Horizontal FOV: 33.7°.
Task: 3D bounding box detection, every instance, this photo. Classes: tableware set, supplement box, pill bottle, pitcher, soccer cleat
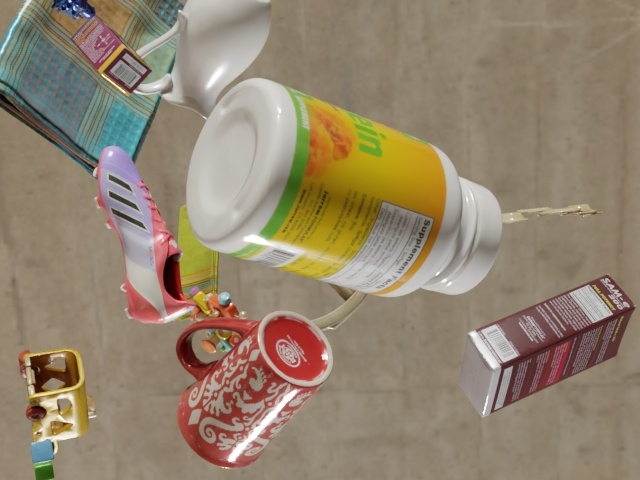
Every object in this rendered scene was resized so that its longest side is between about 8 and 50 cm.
[{"bbox_3d":[0.354,-0.041,1.659,0.141,0.168,0.020,-9,-86,-48],"label":"tableware set"},{"bbox_3d":[0.321,0.149,1.507,0.073,0.239,0.130,58,159,35],"label":"supplement box"},{"bbox_3d":[0.027,-0.031,0.860,0.136,0.245,0.136,-28,54,47],"label":"pill bottle"},{"bbox_3d":[-0.239,-0.212,1.206,0.083,0.043,0.055,46,-175,35],"label":"supplement box"},{"bbox_3d":[-0.176,-0.285,1.526,0.207,0.177,0.125,-58,46,25],"label":"pitcher"},{"bbox_3d":[-0.233,-0.011,1.413,0.083,0.095,0.248,-4,-99,-70],"label":"soccer cleat"}]

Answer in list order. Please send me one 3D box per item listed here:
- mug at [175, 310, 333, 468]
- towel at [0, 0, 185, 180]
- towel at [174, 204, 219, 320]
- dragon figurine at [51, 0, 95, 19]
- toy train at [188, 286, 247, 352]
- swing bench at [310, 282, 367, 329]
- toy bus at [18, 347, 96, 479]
[{"bbox_3d":[-0.082,0.149,1.128,0.169,0.150,0.113,-47,17,41],"label":"mug"},{"bbox_3d":[-0.342,-0.296,1.623,0.271,0.040,0.370,40,-127,-36],"label":"towel"},{"bbox_3d":[-0.232,0.030,1.957,0.021,0.102,0.237,31,-130,-48],"label":"towel"},{"bbox_3d":[-0.355,-0.293,1.036,0.289,0.144,0.085,25,-123,-45],"label":"dragon figurine"},{"bbox_3d":[-0.154,0.135,1.609,0.046,0.125,0.166,-44,-39,-24],"label":"toy train"},{"bbox_3d":[0.000,0.000,1.585,0.255,0.165,0.253,61,178,4],"label":"swing bench"},{"bbox_3d":[-0.404,0.261,1.639,0.202,0.104,0.191,172,89,-74],"label":"toy bus"}]
